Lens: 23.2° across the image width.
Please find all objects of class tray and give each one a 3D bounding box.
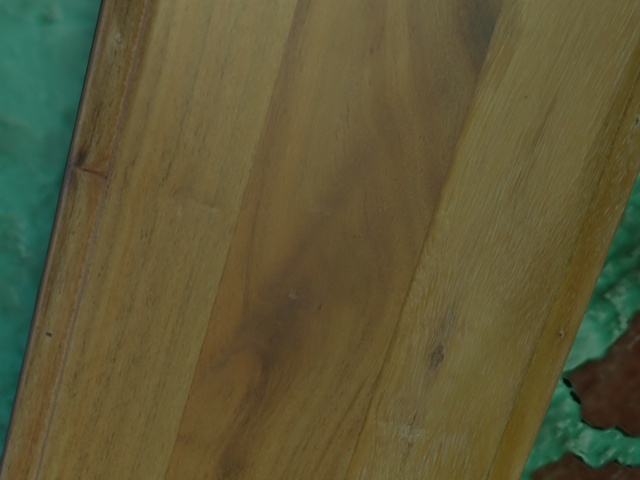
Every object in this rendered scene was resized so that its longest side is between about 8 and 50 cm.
[{"bbox_3d":[0.000,0.000,0.602,0.203,0.076,0.410,12,113,-10],"label":"tray"}]
